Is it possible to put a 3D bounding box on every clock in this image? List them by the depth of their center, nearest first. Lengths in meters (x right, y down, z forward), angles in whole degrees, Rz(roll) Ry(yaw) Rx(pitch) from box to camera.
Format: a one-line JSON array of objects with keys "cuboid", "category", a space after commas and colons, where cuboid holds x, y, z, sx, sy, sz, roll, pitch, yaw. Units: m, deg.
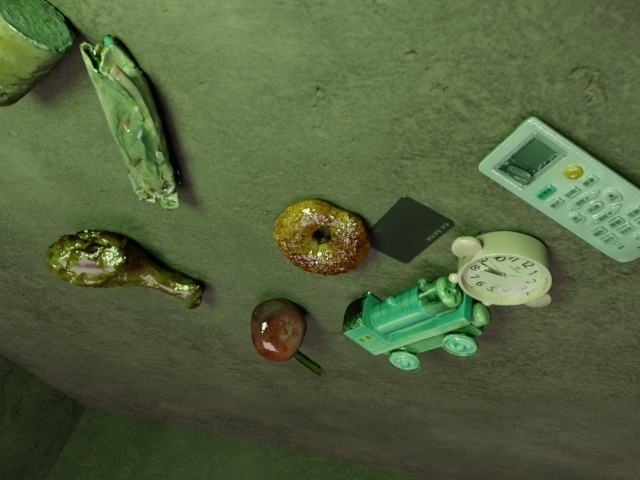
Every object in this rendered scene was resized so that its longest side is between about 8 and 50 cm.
[{"cuboid": [0.324, 0.050, 0.736, 0.229, 0.063, 0.155, 33, 142, -15], "category": "clock"}]

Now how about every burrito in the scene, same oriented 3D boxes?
[{"cuboid": [-0.300, -0.175, 0.685, 0.095, 0.066, 0.309, 11, 139, 11], "category": "burrito"}]

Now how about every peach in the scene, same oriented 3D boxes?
[{"cuboid": [-0.119, 0.218, 1.039, 0.151, 0.152, 0.152, 10, 141, 8], "category": "peach"}]

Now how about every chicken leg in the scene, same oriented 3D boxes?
[{"cuboid": [-0.455, 0.062, 0.981, 0.360, 0.140, 0.211, 13, 163, -12], "category": "chicken leg"}]

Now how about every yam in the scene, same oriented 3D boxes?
[{"cuboid": [-0.443, -0.274, 0.588, 0.193, 0.107, 0.107, -14, 133, 32], "category": "yam"}]

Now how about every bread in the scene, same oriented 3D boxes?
[{"cuboid": [0.000, 0.000, 0.790, 0.193, 0.064, 0.193, 10, 138, 9], "category": "bread"}]

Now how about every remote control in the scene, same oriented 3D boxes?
[{"cuboid": [0.374, -0.067, 0.584, 0.293, 0.051, 0.103, 29, 140, -9], "category": "remote control"}]

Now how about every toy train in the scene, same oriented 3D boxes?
[{"cuboid": [0.201, 0.172, 0.884, 0.194, 0.120, 0.298, 37, 137, -16], "category": "toy train"}]

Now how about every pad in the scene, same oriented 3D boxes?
[{"cuboid": [0.157, -0.014, 0.763, 0.112, 0.003, 0.157, 25, 140, -11], "category": "pad"}]

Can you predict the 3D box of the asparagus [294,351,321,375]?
[{"cuboid": [-0.067, 0.355, 1.267, 0.034, 0.027, 0.236, -19, 129, 30], "category": "asparagus"}]
